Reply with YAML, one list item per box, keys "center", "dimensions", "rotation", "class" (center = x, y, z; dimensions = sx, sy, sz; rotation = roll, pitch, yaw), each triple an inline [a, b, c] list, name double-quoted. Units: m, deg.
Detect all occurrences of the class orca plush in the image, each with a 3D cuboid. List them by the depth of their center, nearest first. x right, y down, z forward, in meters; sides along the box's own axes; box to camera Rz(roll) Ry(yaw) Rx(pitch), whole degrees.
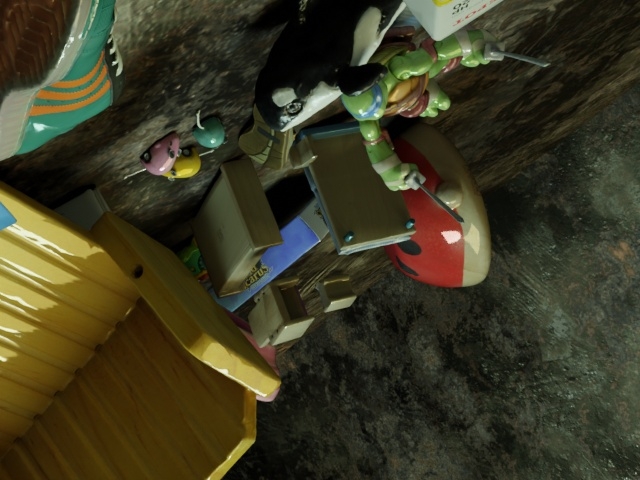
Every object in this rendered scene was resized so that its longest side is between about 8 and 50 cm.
- center: [0.025, -0.242, 1.184]
  dimensions: [0.287, 0.151, 0.102]
  rotation: [-33, 139, 19]
  class: "orca plush"

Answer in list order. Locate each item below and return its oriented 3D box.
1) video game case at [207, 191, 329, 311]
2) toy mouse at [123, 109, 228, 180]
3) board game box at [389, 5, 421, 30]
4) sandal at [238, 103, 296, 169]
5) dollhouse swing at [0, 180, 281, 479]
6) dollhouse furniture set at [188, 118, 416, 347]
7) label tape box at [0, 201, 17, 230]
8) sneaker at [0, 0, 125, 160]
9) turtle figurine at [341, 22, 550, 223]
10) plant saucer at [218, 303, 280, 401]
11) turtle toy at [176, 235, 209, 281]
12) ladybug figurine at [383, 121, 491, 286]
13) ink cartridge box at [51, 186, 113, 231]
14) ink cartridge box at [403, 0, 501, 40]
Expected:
- center: [-0.064, 0.003, 1.963]
  dimensions: [0.269, 0.061, 0.244]
  rotation: [-39, -175, 32]
  class: "video game case"
- center: [-0.165, -0.114, 1.396]
  dimensions: [0.161, 0.031, 0.143]
  rotation: [-25, 167, -36]
  class: "toy mouse"
- center: [0.084, -0.277, 1.348]
  dimensions: [0.211, 0.039, 0.160]
  rotation: [-36, 169, 26]
  class: "board game box"
- center: [-0.061, -0.148, 1.482]
  dimensions: [0.049, 0.072, 0.180]
  rotation: [-51, 174, -26]
  class: "sandal"
- center: [-0.298, 0.154, 1.158]
  dimensions: [0.347, 0.315, 0.305]
  rotation: [-47, 151, 6]
  class: "dollhouse swing"
- center: [0.000, 0.000, 1.700]
  dimensions: [0.303, 0.286, 0.198]
  rotation: [-14, 163, -26]
  class: "dollhouse furniture set"
- center: [-0.431, 0.050, 0.949]
  dimensions: [0.334, 0.105, 0.240]
  rotation: [-26, 158, -6]
  class: "label tape box"
- center: [-0.207, -0.159, 0.888]
  dimensions: [0.121, 0.108, 0.302]
  rotation: [-26, 176, -34]
  class: "sneaker"
- center: [0.145, -0.157, 1.328]
  dimensions: [0.275, 0.197, 0.266]
  rotation: [8, -156, 18]
  class: "turtle figurine"
- center: [-0.196, 0.132, 1.747]
  dimensions: [0.084, 0.332, 0.332]
  rotation: [-58, 169, -1]
  class: "plant saucer"
- center: [-0.201, 0.035, 1.884]
  dimensions: [0.095, 0.066, 0.130]
  rotation: [-35, 169, 16]
  class: "turtle toy"
- center: [0.183, -0.049, 1.993]
  dimensions: [0.162, 0.305, 0.449]
  rotation: [-22, 172, -2]
  class: "ladybug figurine"
- center: [-0.399, 0.122, 1.440]
  dimensions: [0.385, 0.160, 0.279]
  rotation: [-30, 168, -8]
  class: "ink cartridge box"
- center: [0.125, -0.312, 0.947]
  dimensions: [0.171, 0.168, 0.232]
  rotation: [-33, 170, -2]
  class: "ink cartridge box"
